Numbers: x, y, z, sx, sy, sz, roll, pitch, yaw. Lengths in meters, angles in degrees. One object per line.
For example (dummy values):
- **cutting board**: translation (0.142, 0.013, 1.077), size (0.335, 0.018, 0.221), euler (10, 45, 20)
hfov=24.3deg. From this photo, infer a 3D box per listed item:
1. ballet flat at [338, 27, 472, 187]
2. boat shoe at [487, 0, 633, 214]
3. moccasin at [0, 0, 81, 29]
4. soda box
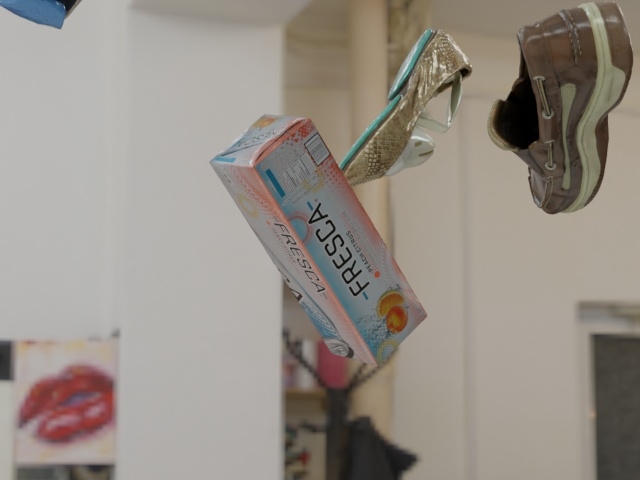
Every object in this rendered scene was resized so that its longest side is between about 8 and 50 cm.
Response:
- **ballet flat**: translation (0.083, -0.109, 1.332), size (0.067, 0.206, 0.073), euler (36, -31, -5)
- **boat shoe**: translation (0.179, -0.102, 1.202), size (0.095, 0.095, 0.257), euler (-10, -31, -5)
- **moccasin**: translation (-0.254, -0.310, 1.279), size (0.138, 0.342, 0.117), euler (13, -58, -44)
- **soda box**: translation (0.000, 0.000, 1.046), size (0.058, 0.183, 0.063), euler (-42, 26, -22)
